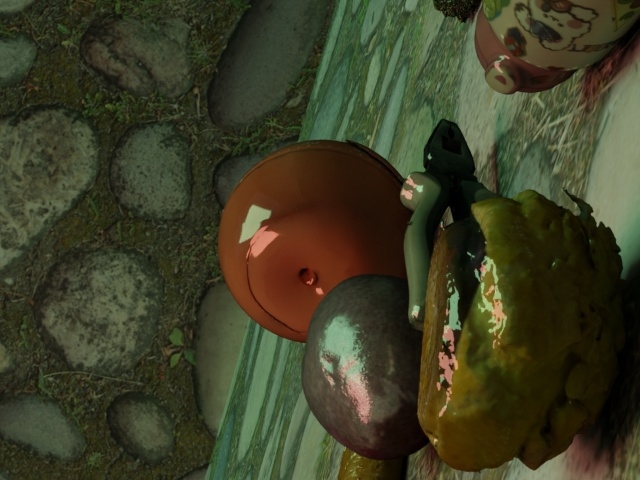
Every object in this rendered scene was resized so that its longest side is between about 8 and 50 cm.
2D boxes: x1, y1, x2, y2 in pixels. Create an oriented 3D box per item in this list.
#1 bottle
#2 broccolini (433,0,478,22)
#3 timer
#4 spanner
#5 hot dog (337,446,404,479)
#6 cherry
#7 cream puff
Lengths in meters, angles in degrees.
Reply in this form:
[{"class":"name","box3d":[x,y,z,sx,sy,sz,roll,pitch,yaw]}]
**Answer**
[{"class":"bottle","box3d":[0.187,-0.193,1.116,0.253,0.120,0.120,119,165,-65]},{"class":"broccolini","box3d":[0.159,-0.298,1.866,0.054,0.051,0.239,62,180,-8]},{"class":"timer","box3d":[0.000,0.000,1.690,0.215,0.229,0.229,-68,-3,-64]},{"class":"spanner","box3d":[0.117,-0.019,1.349,0.325,0.095,0.040,-85,14,-54]},{"class":"hot dog","box3d":[0.043,0.270,1.452,0.088,0.061,0.286,-50,23,44]},{"class":"cherry","box3d":[0.058,0.116,1.365,0.176,0.140,0.176,-2,87,63]},{"class":"cream puff","box3d":[0.131,0.057,0.960,0.189,0.129,0.189,-173,90,-86]}]
